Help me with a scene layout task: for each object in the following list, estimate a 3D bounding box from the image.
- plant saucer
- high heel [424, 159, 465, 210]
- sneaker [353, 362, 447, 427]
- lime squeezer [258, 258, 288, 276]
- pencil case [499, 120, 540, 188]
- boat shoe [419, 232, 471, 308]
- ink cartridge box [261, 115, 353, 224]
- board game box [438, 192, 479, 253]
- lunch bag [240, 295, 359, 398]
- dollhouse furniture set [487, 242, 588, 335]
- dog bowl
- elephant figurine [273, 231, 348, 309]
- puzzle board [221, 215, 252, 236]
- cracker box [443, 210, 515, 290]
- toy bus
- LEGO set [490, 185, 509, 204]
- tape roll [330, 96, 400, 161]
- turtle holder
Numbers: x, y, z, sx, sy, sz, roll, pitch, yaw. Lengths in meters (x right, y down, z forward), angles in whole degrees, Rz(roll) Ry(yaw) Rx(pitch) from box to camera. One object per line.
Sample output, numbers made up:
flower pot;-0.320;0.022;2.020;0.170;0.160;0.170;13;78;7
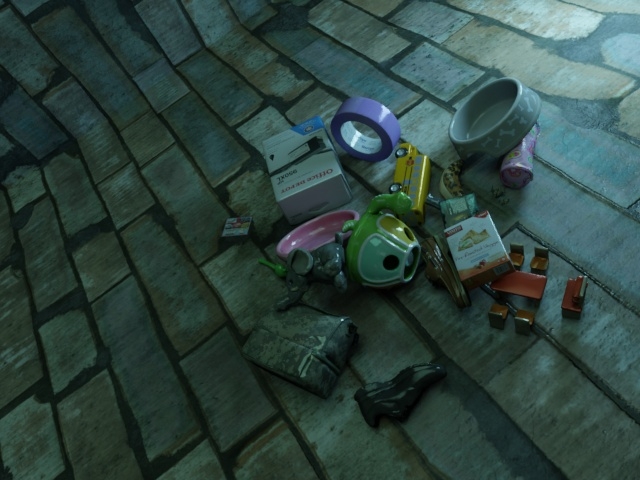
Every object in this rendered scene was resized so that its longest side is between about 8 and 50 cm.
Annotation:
plant saucer;0.000;0.000;1.887;0.332;0.084;0.332;-23;18;8
high heel;0.518;-0.181;1.879;0.186;0.093;0.261;28;62;20
sneaker;0.244;0.453;1.509;0.286;0.109;0.130;-29;54;14
lime squeezer;-0.105;0.094;1.971;0.310;0.059;0.110;-10;20;19
pencil case;0.718;-0.327;1.856;0.124;0.124;0.284;4;56;27
boat shoe;0.398;0.112;1.690;0.104;0.111;0.307;-25;40;11
ink cartridge box;-0.061;-0.297;2.156;0.285;0.166;0.395;-24;50;7
board game box;0.486;-0.057;1.766;0.126;0.026;0.186;-14;78;15
lunch bag;-0.057;0.325;1.653;0.305;0.212;0.256;15;69;34
dollhouse furniture set;0.640;0.138;1.530;0.259;0.135;0.262;11;61;31
dog bowl;0.624;-0.449;1.904;0.348;0.102;0.349;-38;30;27
elephant figurine;-0.040;0.100;1.655;0.239;0.170;0.186;-9;24;15
puzzle board;-0.358;-0.061;2.217;0.128;0.011;0.097;-4;54;22
cracker box;0.495;0.029;1.631;0.155;0.067;0.232;-27;39;19
toy bus;0.340;-0.217;1.951;0.130;0.108;0.333;-1;55;23
LEGO set;0.634;-0.160;1.838;0.054;0.023;0.083;-16;63;15
tape roll;0.180;-0.442;2.084;0.274;0.275;0.090;14;62;32
turtle holder;0.220;0.011;1.734;0.227;0.243;0.321;21;81;33
